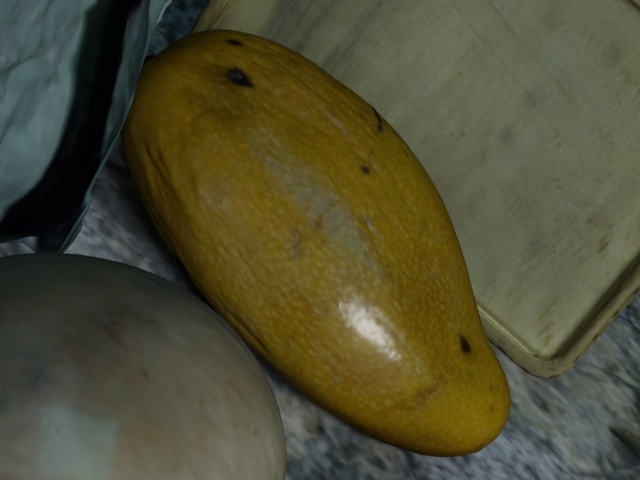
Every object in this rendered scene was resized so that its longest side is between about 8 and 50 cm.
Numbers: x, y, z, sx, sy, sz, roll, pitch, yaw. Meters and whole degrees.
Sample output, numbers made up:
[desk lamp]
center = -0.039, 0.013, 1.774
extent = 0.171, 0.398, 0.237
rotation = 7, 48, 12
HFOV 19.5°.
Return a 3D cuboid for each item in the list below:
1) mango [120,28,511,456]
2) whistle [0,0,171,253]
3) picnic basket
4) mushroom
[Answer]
[mango]
center = 0.002, -0.004, 0.934
extent = 0.262, 0.109, 0.157
rotation = 46, 25, 13
[whistle]
center = -0.142, -0.081, 0.742
extent = 0.188, 0.168, 0.405
rotation = 21, 16, -24
[picnic basket]
center = 0.109, -0.114, 1.095
extent = 0.313, 0.228, 0.175
rotation = 41, 30, 8
[mushroom]
center = -0.100, 0.109, 0.594
extent = 0.204, 0.204, 0.204
rotation = 27, 29, -17
